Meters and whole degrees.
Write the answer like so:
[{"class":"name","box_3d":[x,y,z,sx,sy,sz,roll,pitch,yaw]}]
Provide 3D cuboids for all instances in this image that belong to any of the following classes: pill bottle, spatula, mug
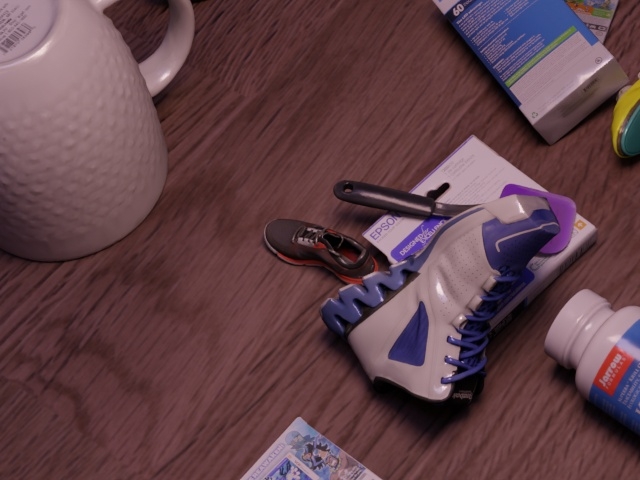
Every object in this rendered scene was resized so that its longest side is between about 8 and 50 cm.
[{"class":"pill bottle","box_3d":[0.365,0.151,1.760,0.221,0.124,0.124,34,68,26]},{"class":"spatula","box_3d":[0.159,-0.040,1.911,0.296,0.030,0.084,8,62,13]},{"class":"mug","box_3d":[-0.317,-0.200,1.961,0.374,0.328,0.276,-35,60,-14]}]

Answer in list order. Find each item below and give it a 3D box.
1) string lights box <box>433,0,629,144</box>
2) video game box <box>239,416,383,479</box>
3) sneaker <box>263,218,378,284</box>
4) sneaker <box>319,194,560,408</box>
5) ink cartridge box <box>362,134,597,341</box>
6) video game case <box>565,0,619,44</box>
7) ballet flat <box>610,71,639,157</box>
[{"class":"string lights box","box_3d":[0.268,-0.265,2.042,0.133,0.077,0.260,-39,58,10]},{"class":"video game box","box_3d":[-0.021,0.327,1.750,0.187,0.048,0.205,35,68,24]},{"class":"sneaker","box_3d":[0.000,0.000,1.943,0.158,0.065,0.061,20,63,19]},{"class":"sneaker","box_3d":[0.160,0.088,1.795,0.315,0.127,0.182,-34,73,30]},{"class":"ink cartridge box","box_3d":[0.195,-0.003,1.928,0.206,0.045,0.208,-41,63,-17]},{"class":"video game case","box_3d":[0.337,-0.311,2.122,0.119,0.015,0.166,14,61,17]},{"class":"ballet flat","box_3d":[0.426,-0.189,2.006,0.077,0.077,0.231,22,59,44]}]
